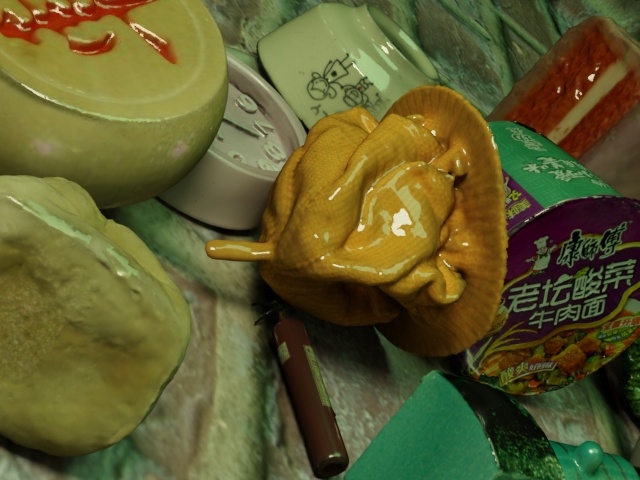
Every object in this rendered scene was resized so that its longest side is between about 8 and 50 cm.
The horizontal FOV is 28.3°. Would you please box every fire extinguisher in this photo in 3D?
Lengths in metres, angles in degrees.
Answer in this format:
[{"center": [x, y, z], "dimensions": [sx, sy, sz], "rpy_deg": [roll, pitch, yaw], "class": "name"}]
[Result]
[{"center": [-0.010, 0.114, 1.022], "dimensions": [0.049, 0.035, 0.173], "rpy_deg": [19, 38, -38], "class": "fire extinguisher"}]

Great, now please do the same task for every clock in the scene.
[{"center": [-0.105, -0.103, 1.160], "dimensions": [0.197, 0.068, 0.197], "rpy_deg": [31, 30, -20], "class": "clock"}]

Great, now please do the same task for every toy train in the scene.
[{"center": [0.138, 0.205, 0.892], "dimensions": [0.298, 0.194, 0.120], "rpy_deg": [18, 27, -40], "class": "toy train"}]

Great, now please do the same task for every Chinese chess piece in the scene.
[{"center": [-0.192, -0.140, 0.981], "dimensions": [0.250, 0.097, 0.251], "rpy_deg": [18, 43, -17], "class": "Chinese chess piece"}]

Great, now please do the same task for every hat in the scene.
[{"center": [0.000, 0.000, 1.069], "dimensions": [0.233, 0.244, 0.233], "rpy_deg": [-6, 72, -34], "class": "hat"}]

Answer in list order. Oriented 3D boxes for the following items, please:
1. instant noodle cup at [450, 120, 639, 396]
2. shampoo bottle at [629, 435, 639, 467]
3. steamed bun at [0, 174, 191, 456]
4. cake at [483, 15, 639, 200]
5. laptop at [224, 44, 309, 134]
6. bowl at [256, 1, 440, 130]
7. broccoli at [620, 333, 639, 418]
[{"center": [0.205, 0.006, 1.303], "dimensions": [0.251, 0.251, 0.190], "rpy_deg": [25, 22, -37], "class": "instant noodle cup"}, {"center": [0.472, 0.247, 1.283], "dimensions": [0.273, 0.266, 0.273], "rpy_deg": [35, 27, -21], "class": "shampoo bottle"}, {"center": [-0.174, 0.030, 0.797], "dimensions": [0.172, 0.141, 0.155], "rpy_deg": [38, 11, -21], "class": "steamed bun"}, {"center": [0.352, -0.088, 1.590], "dimensions": [0.230, 0.309, 0.237], "rpy_deg": [34, 21, -32], "class": "cake"}, {"center": [-0.043, -0.114, 1.352], "dimensions": [0.187, 0.015, 0.269], "rpy_deg": [15, 37, -47], "class": "laptop"}, {"center": [0.050, -0.184, 1.451], "dimensions": [0.238, 0.126, 0.238], "rpy_deg": [41, 20, -18], "class": "bowl"}, {"center": [0.472, 0.126, 1.507], "dimensions": [0.261, 0.269, 0.241], "rpy_deg": [-13, 23, -36], "class": "broccoli"}]
